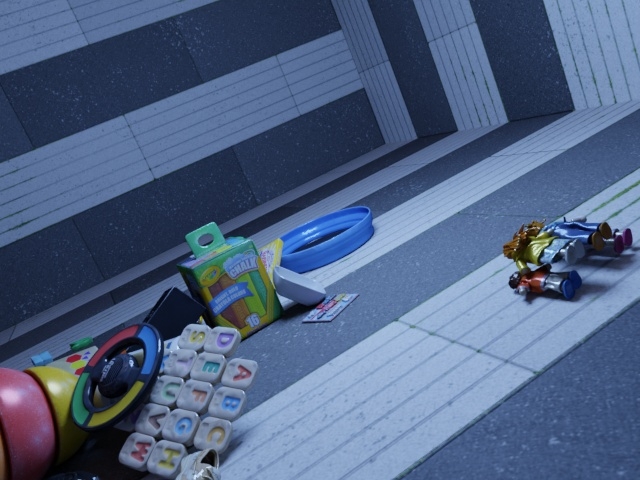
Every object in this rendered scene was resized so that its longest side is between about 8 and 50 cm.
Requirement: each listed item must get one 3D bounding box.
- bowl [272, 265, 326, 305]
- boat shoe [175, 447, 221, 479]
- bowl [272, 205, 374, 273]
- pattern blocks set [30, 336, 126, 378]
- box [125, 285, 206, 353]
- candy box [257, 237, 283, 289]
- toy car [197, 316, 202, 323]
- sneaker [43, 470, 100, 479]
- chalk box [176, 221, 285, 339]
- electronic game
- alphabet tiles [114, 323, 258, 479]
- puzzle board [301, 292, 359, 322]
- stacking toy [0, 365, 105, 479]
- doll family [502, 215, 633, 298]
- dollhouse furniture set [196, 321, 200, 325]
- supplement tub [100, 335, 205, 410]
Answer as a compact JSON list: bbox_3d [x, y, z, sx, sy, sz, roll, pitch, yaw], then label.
[{"bbox_3d":[-0.063,0.123,1.485,0.142,0.142,0.053,-133,64,-76],"label":"bowl"},{"bbox_3d":[-0.177,0.360,0.850,0.059,0.063,0.170,-31,13,-6],"label":"boat shoe"},{"bbox_3d":[0.000,0.000,1.914,0.391,0.077,0.391,-22,14,6],"label":"bowl"},{"bbox_3d":[-0.623,0.345,1.473,0.285,0.026,0.325,-16,25,-26],"label":"pattern blocks set"},{"bbox_3d":[-0.396,0.221,1.428,0.184,0.103,0.261,-59,13,-17],"label":"box"},{"bbox_3d":[-0.170,0.089,1.753,0.105,0.027,0.206,-27,35,26],"label":"candy box"},{"bbox_3d":[-0.413,0.246,1.705,0.122,0.060,0.041,-25,44,21],"label":"toy car"},{"bbox_3d":[-0.401,0.427,0.882,0.146,0.102,0.293,-32,16,-35],"label":"sneaker"},{"bbox_3d":[-0.250,0.099,1.488,0.180,0.289,0.179,-29,15,-23],"label":"chalk box"},{"bbox_3d":[-0.398,0.263,1.112,0.229,0.048,0.229,-23,41,22],"label":"electronic game"},{"bbox_3d":[-0.254,0.283,1.042,0.277,0.021,0.284,1,53,31],"label":"alphabet tiles"},{"bbox_3d":[0.024,0.163,1.388,0.096,0.011,0.128,-11,19,43],"label":"puzzle board"},{"bbox_3d":[-0.593,0.377,1.158,0.350,0.351,0.479,-10,0,44],"label":"stacking toy"},{"bbox_3d":[0.445,0.002,1.074,0.263,0.118,0.163,-30,15,-25],"label":"doll family"},{"bbox_3d":[-0.354,0.262,1.480,0.114,0.081,0.091,-22,13,7],"label":"dollhouse furniture set"},{"bbox_3d":[-0.346,0.295,1.206,0.199,0.144,0.144,-20,14,14],"label":"supplement tub"}]
